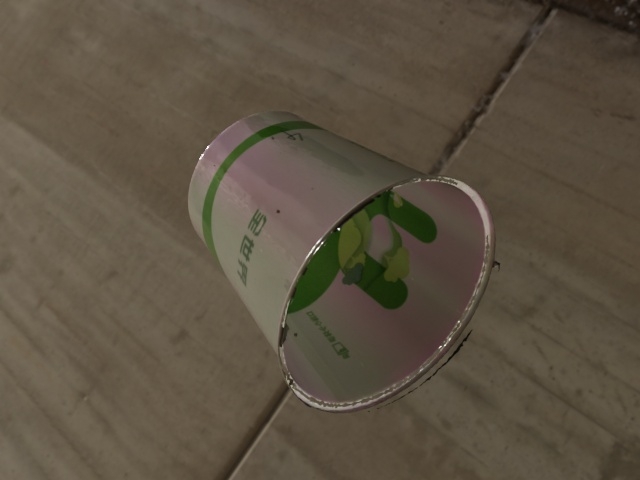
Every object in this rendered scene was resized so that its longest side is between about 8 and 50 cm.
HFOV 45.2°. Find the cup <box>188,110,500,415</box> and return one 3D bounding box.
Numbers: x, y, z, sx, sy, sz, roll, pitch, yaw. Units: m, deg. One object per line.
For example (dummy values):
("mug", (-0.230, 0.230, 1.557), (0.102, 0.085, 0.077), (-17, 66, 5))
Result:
("cup", (0.000, 0.000, 0.797), (0.274, 0.253, 0.253), (39, -179, 44))
